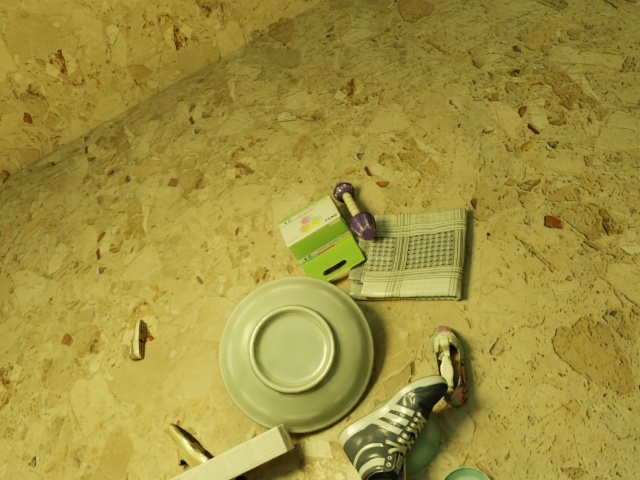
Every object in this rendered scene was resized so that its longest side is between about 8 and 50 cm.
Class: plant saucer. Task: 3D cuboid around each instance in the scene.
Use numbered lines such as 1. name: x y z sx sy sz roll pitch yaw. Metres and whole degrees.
1. plant saucer: -0.067 0.275 1.537 0.401 0.100 0.400 -2 73 5
2. plant saucer: 0.312 0.542 1.299 0.120 0.021 0.119 -13 49 16
3. plant saucer: 0.180 0.447 1.433 0.195 0.037 0.194 -14 48 16

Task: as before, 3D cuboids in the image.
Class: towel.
1. towel: 0.245 0.033 1.732 0.325 0.056 0.312 -4 52 25

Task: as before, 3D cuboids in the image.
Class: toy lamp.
1. toy lamp: 0.104 -0.088 1.847 0.080 0.080 0.274 -29 35 2

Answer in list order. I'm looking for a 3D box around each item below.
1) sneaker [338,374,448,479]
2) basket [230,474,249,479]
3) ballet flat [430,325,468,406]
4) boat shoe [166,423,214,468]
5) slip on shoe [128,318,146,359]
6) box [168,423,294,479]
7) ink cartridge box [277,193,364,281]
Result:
1. sneaker: 0.185 0.425 1.350 0.282 0.099 0.153 -35 41 5
2. basket: -0.263 0.665 1.393 0.227 0.154 0.204 -26 26 11
3. ballet flat: 0.306 0.286 1.475 0.077 0.079 0.221 -15 48 15
4. boat shoe: -0.347 0.550 1.589 0.190 0.068 0.072 28 81 39
5. slip on shoe: -0.570 0.307 1.908 0.041 0.051 0.135 -16 56 10
6. box: -0.221 0.542 1.481 0.324 0.063 0.067 -29 75 8
7. ink cartridge box: 0.000 0.000 1.824 0.189 0.097 0.255 -31 38 4
